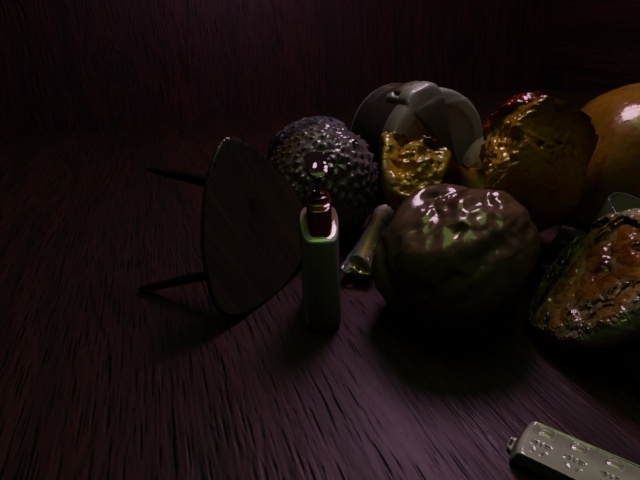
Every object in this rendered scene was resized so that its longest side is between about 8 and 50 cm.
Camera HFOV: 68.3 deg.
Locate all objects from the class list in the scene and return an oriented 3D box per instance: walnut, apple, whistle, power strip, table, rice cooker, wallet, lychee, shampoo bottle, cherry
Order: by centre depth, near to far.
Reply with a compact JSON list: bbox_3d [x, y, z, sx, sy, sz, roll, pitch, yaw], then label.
[{"bbox_3d":[0.326,0.265,0.496,0.252,0.027,0.060,16,30,35],"label":"power strip"},{"bbox_3d":[0.221,0.024,0.793,0.273,0.273,0.227,-26,65,-42],"label":"walnut"},{"bbox_3d":[0.000,0.000,0.801,0.071,0.285,0.153,0,26,-1],"label":"shampoo bottle"},{"bbox_3d":[-0.225,-0.005,0.935,0.248,0.318,0.317,-2,21,33],"label":"table"},{"bbox_3d":[0.531,0.034,0.969,0.124,0.042,0.230,21,35,30],"label":"wallet"},{"bbox_3d":[0.119,0.000,1.062,0.067,0.057,0.326,5,26,19],"label":"whistle"},{"bbox_3d":[0.737,-0.177,1.064,0.399,0.334,0.400,-3,24,1],"label":"apple"},{"bbox_3d":[0.002,-0.145,1.135,0.299,0.300,0.300,-2,24,1],"label":"lychee"},{"bbox_3d":[0.277,-0.294,1.369,0.334,0.336,0.325,-10,24,-18],"label":"rice cooker"},{"bbox_3d":[-0.032,-0.239,1.378,0.296,0.218,0.255,-26,-14,8],"label":"cherry"}]

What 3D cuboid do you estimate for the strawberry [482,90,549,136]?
[{"bbox_3d":[0.580,-0.291,1.383,0.238,0.289,0.250,18,38,28],"label":"strawberry"}]

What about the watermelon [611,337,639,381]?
[{"bbox_3d":[0.549,0.147,0.655,0.320,0.213,0.289,-54,6,-14],"label":"watermelon"}]

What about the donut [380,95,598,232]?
[{"bbox_3d":[0.345,-0.112,0.986,0.377,0.164,0.435,22,-18,-35],"label":"donut"}]

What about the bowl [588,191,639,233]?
[{"bbox_3d":[0.586,0.019,0.868,0.211,0.112,0.212,17,38,-14],"label":"bowl"}]

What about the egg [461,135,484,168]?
[{"bbox_3d":[0.482,-0.195,1.224,0.227,0.177,0.177,-9,24,4],"label":"egg"}]

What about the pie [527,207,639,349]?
[{"bbox_3d":[0.437,0.055,0.724,0.055,0.274,0.274,40,26,-8],"label":"pie"}]
